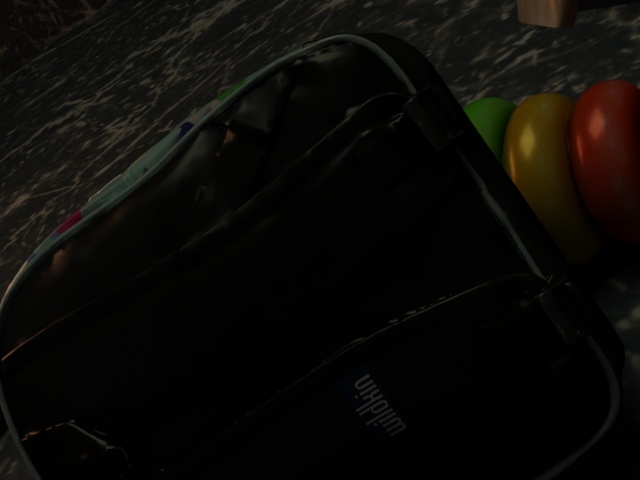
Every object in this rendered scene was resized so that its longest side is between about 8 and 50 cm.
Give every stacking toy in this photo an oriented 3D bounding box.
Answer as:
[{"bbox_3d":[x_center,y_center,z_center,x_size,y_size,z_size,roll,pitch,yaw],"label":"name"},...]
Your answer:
[{"bbox_3d":[0.112,-0.027,0.682,0.330,0.141,0.141,-11,32,30],"label":"stacking toy"}]

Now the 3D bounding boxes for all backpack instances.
[{"bbox_3d":[-0.013,0.046,0.568,0.253,0.225,0.191,-35,0,10],"label":"backpack"}]

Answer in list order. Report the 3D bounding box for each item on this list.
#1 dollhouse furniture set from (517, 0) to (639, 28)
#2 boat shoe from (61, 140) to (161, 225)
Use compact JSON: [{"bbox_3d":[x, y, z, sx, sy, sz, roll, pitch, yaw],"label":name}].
[{"bbox_3d":[0.250,-0.220,0.563,0.198,0.286,0.303,-13,18,-20],"label":"dollhouse furniture set"},{"bbox_3d":[-0.177,-0.031,1.114,0.227,0.079,0.081,-42,28,-8],"label":"boat shoe"}]
